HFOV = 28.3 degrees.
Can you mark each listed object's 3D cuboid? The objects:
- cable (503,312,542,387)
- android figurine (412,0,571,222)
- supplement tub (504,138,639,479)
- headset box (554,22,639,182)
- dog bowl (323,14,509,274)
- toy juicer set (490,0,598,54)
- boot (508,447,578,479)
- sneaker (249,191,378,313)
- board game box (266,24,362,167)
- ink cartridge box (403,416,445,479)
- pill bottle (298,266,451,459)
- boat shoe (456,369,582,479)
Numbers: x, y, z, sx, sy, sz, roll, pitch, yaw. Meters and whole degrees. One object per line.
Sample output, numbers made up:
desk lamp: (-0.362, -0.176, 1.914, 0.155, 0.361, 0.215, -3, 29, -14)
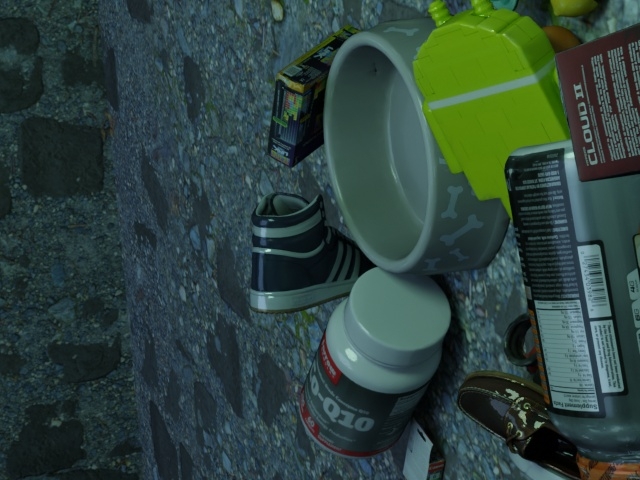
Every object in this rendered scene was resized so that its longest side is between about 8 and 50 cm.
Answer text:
cable: (0.287, 0.089, 1.364, 0.139, 0.072, 0.287, 61, 141, 35)
android figurine: (0.196, -0.134, 1.323, 0.248, 0.056, 0.272, -11, 112, 56)
supplement tub: (0.285, 0.057, 1.147, 0.193, 0.194, 0.316, 178, 80, -67)
headset box: (0.330, -0.122, 0.924, 0.293, 0.218, 0.110, 170, 89, -67)
dog bowl: (0.110, -0.116, 1.608, 0.349, 0.102, 0.348, 168, 90, -68)
toy juicer set: (0.204, -0.307, 1.310, 0.209, 0.090, 0.329, -146, 49, -60)
boot: (0.287, 0.309, 1.384, 0.258, 0.095, 0.123, 34, 124, 58)
sneaker: (0.000, 0.000, 1.746, 0.099, 0.282, 0.153, 3, 101, 33)
board game box: (-0.001, -0.199, 1.748, 0.048, 0.170, 0.141, 29, 135, 22)
ink cartridge box: (0.149, 0.310, 1.806, 0.063, 0.029, 0.115, -126, 34, -47)
pill bottle: (0.073, 0.168, 1.745, 0.283, 0.161, 0.161, 109, 144, -51)
boat shoe: (0.235, 0.203, 1.362, 0.207, 0.073, 0.073, 18, 135, 28)
